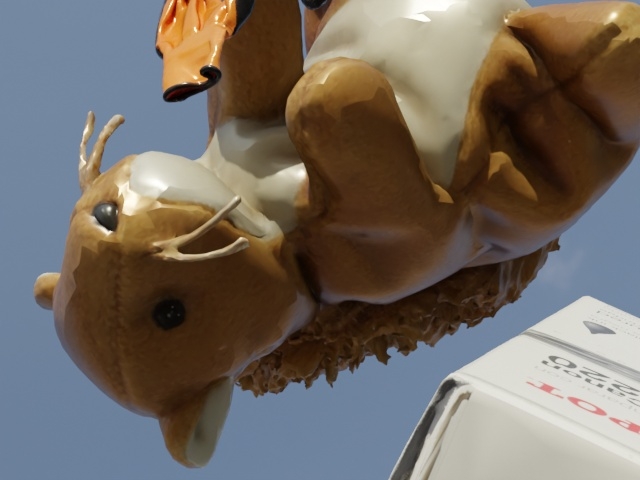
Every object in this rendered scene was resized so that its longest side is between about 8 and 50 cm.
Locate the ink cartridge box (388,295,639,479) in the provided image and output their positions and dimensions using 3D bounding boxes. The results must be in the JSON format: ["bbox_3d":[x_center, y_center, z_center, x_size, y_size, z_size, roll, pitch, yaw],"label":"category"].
[{"bbox_3d":[0.117,0.096,0.457,0.158,0.218,0.092,24,-77,16],"label":"ink cartridge box"}]

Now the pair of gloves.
[{"bbox_3d":[-0.013,-0.077,0.415,0.083,0.074,0.010,-27,-51,21],"label":"pair of gloves"}]

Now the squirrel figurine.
[{"bbox_3d":[0.000,0.000,1.001,0.370,0.281,0.397,-42,-27,-16],"label":"squirrel figurine"}]
